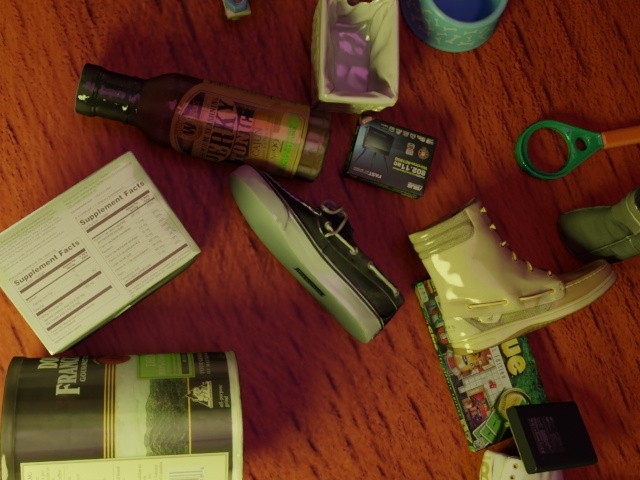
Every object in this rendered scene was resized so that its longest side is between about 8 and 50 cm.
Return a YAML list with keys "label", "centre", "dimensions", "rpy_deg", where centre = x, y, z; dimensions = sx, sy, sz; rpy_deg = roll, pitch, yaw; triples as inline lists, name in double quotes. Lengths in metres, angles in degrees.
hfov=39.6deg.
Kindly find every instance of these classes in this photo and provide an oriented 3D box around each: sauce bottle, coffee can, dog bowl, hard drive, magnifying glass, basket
- label: "sauce bottle"
  centre: [-0.160, -0.166, 1.227]
  dimensions: [0.344, 0.111, 0.111]
  rpy_deg: [12, 82, -9]
- label: "coffee can"
  centre: [-0.244, 0.243, 1.119]
  dimensions: [0.275, 0.201, 0.201]
  rpy_deg: [0, 84, -12]
- label: "dog bowl"
  centre: [0.213, -0.440, 1.346]
  dimensions: [0.166, 0.074, 0.297]
  rpy_deg: [6, 82, -10]
- label: "hard drive"
  centre: [0.330, 0.277, 1.262]
  dimensions: [0.135, 0.022, 0.094]
  rpy_deg: [4, 58, -35]
- label: "magnifying glass"
  centre: [0.412, -0.151, 1.381]
  dimensions: [0.231, 0.026, 0.092]
  rpy_deg: [-11, 86, -10]
- label: "basket"
  centre: [0.046, -0.269, 1.280]
  dimensions: [0.113, 0.103, 0.167]
  rpy_deg: [2, 84, -11]

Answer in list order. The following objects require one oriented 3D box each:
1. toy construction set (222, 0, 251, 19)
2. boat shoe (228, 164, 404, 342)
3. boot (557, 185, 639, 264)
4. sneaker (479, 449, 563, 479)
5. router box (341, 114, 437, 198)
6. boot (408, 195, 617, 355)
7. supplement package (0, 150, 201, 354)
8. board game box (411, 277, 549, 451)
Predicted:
- label: "toy construction set"
  centre: [-0.139, -0.498, 1.255]
  dimensions: [0.215, 0.151, 0.327]
  rpy_deg: [-40, 103, -12]
- label: "boat shoe"
  centre: [0.002, 0.000, 1.240]
  dimensions: [0.306, 0.113, 0.105]
  rpy_deg: [47, 71, -6]
- label: "boot"
  centre: [0.444, 0.016, 1.273]
  dimensions: [0.076, 0.208, 0.189]
  rpy_deg: [-28, 84, -23]
- label: "sneaker"
  centre: [0.220, 0.383, 1.250]
  dimensions: [0.292, 0.108, 0.169]
  rpy_deg: [-5, 83, -21]
- label: "router box"
  centre: [0.102, -0.122, 1.308]
  dimensions: [0.122, 0.038, 0.092]
  rpy_deg: [16, 82, -9]
- label: "boot"
  centre: [0.274, 0.026, 1.270]
  dimensions: [0.262, 0.095, 0.203]
  rpy_deg: [-23, 88, -5]
- label: "supplement package"
  centre: [-0.278, 0.023, 1.103]
  dimensions: [0.204, 0.262, 0.145]
  rpy_deg: [-35, 91, -12]
- label: "board game box"
  centre: [0.241, 0.164, 1.311]
  dimensions: [0.136, 0.030, 0.259]
  rpy_deg: [-19, 88, -15]
